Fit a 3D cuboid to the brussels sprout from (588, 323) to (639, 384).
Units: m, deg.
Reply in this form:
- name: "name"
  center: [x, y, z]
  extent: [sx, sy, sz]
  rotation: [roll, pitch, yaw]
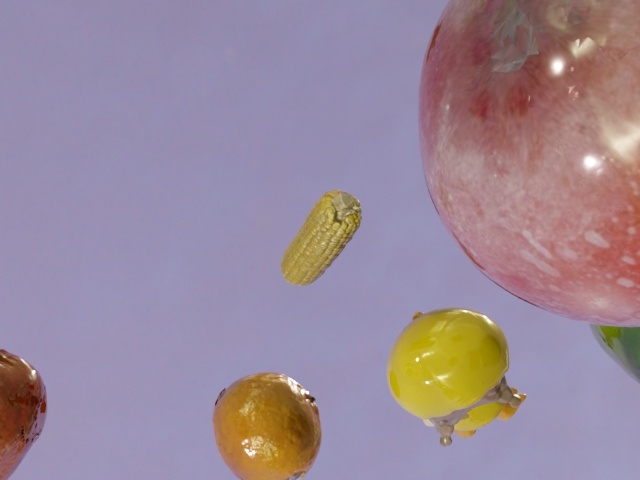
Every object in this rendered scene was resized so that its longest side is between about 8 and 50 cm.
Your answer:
- name: "brussels sprout"
  center: [0.586, 0.124, 1.633]
  extent: [0.344, 0.268, 0.344]
  rotation: [32, -179, 0]

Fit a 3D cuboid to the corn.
- name: "corn"
  center: [0.000, 0.000, 1.633]
  extent: [0.080, 0.238, 0.080]
  rotation: [10, -124, -16]

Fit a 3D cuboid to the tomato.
- name: "tomato"
  center: [0.182, -0.085, 0.642]
  extent: [0.227, 0.270, 0.270]
  rotation: [24, -135, -42]

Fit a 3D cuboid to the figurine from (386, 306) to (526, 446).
- name: "figurine"
  center: [0.247, 0.244, 1.823]
  extent: [0.187, 0.215, 0.343]
  rotation: [50, -179, 38]

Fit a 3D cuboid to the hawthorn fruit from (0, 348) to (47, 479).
- name: "hawthorn fruit"
  center: [-0.512, 0.278, 1.466]
  extent: [0.211, 0.299, 0.211]
  rotation: [27, -171, -5]

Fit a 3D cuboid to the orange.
- name: "orange"
  center: [-0.097, 0.347, 1.922]
  extent: [0.219, 0.193, 0.219]
  rotation: [45, -168, -13]
